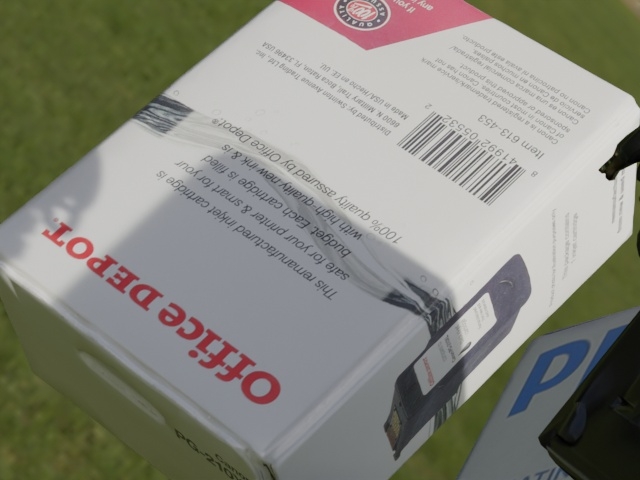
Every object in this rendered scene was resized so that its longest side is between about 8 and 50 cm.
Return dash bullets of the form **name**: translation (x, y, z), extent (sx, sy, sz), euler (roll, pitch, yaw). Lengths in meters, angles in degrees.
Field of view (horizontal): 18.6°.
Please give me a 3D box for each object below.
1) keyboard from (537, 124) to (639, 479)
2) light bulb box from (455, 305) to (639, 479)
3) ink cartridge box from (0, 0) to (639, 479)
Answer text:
- **keyboard**: translation (0.162, -0.062, 0.439), extent (0.033, 0.317, 0.201), euler (40, 0, -19)
- **light bulb box**: translation (0.162, 0.237, 0.462), extent (0.358, 0.225, 0.361), euler (51, 47, -18)
- **ink cartridge box**: translation (0.000, 0.000, 0.859), extent (0.172, 0.237, 0.100), euler (34, -27, 28)
